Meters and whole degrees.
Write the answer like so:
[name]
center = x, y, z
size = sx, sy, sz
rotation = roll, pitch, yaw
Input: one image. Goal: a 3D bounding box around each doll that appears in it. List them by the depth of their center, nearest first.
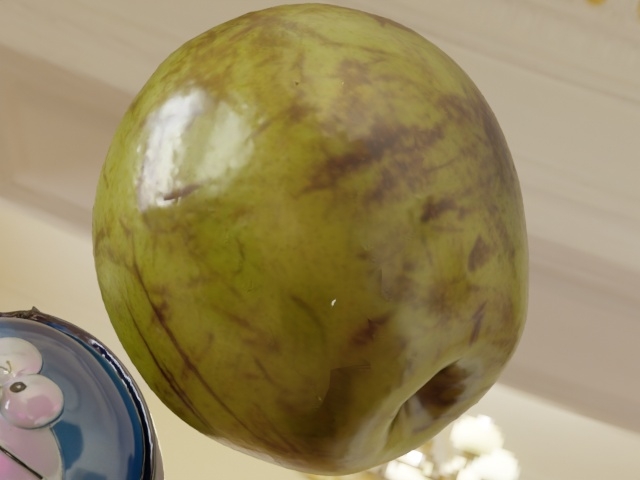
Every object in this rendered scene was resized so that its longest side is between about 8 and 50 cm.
[doll]
center = -0.268, 0.187, 1.216
size = 0.284, 0.310, 0.240
rotation = 46, -14, 26

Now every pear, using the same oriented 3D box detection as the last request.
[pear]
center = 0.000, 0.000, 0.998
size = 0.283, 0.284, 0.283
rotation = 18, -22, 8
